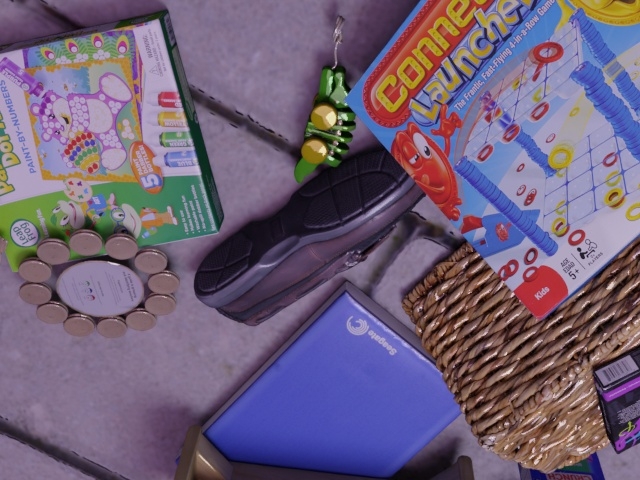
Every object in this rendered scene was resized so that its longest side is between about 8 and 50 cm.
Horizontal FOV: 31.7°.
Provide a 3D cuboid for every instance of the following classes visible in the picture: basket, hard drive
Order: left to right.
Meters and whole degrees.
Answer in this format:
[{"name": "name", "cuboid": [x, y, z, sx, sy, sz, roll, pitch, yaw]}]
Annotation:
[{"name": "hard drive", "cuboid": [0.004, 0.224, 1.370, 0.210, 0.040, 0.318, 39, 110, -13]}, {"name": "basket", "cuboid": [0.287, 0.086, 1.268, 0.299, 0.223, 0.213, -44, 139, 19]}]

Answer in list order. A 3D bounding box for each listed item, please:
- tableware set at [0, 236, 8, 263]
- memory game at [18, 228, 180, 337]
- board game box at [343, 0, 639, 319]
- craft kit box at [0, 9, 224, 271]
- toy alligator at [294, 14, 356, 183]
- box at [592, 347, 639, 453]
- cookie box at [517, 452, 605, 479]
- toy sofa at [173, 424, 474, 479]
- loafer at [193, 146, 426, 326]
[{"name": "tableware set", "cuboid": [-0.416, -0.038, 1.252, 0.169, 0.020, 0.141, 18, 123, 18]}, {"name": "memory game", "cuboid": [-0.252, 0.051, 1.285, 0.186, 0.012, 0.186, -2, 137, -2]}, {"name": "board game box", "cuboid": [0.217, -0.133, 1.062, 0.302, 0.086, 0.308, 49, 129, 12]}, {"name": "craft kit box", "cuboid": [-0.255, -0.105, 1.231, 0.247, 0.061, 0.249, -10, 113, 10]}, {"name": "toy alligator", "cuboid": [0.018, -0.142, 1.198, 0.051, 0.056, 0.189, 15, 114, -4]}, {"name": "box", "cuboid": [0.350, 0.158, 1.184, 0.116, 0.029, 0.162, -26, 140, 0]}, {"name": "cookie box", "cuboid": [0.289, 0.284, 1.346, 0.092, 0.107, 0.040, 8, 114, -1]}, {"name": "toy sofa", "cuboid": [0.000, 0.345, 1.320, 0.363, 0.150, 0.177, 7, 113, 0]}, {"name": "loafer", "cuboid": [0.000, 0.000, 1.251, 0.303, 0.109, 0.095, -30, 129, 21]}]
